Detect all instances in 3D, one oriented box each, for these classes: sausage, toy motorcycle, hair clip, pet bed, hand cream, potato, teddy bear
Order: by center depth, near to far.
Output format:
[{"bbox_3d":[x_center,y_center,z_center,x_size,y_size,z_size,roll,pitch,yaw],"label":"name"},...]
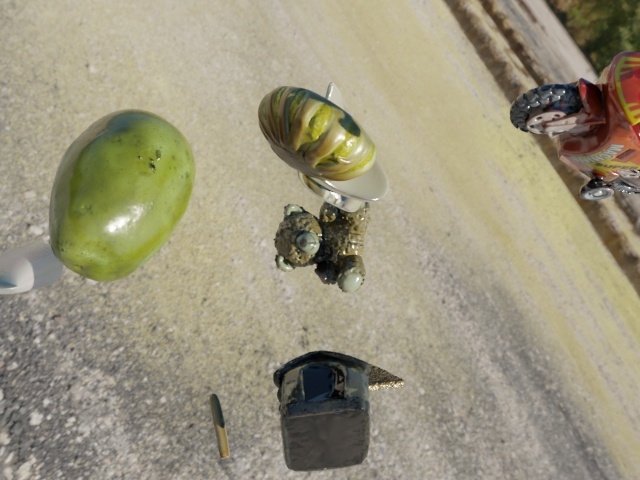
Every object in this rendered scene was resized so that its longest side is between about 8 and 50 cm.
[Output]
[{"bbox_3d":[0.355,-0.121,0.691,0.298,0.171,0.089,17,60,-34],"label":"toy motorcycle"},{"bbox_3d":[-0.326,-0.080,1.001,0.216,0.216,0.304,37,62,-27],"label":"potato"},{"bbox_3d":[0.008,0.316,1.162,0.159,0.183,0.211,-98,-177,-51],"label":"pet bed"},{"bbox_3d":[-0.209,0.382,1.255,0.024,0.024,0.132,9,60,-50],"label":"sausage"},{"bbox_3d":[0.038,-0.165,1.265,0.282,0.113,0.172,42,65,-33],"label":"hair clip"},{"bbox_3d":[-0.719,0.080,1.409,0.359,0.185,0.118,-96,-170,-83],"label":"hand cream"},{"bbox_3d":[0.000,0.000,1.652,0.156,0.256,0.267,123,-26,-84],"label":"teddy bear"}]

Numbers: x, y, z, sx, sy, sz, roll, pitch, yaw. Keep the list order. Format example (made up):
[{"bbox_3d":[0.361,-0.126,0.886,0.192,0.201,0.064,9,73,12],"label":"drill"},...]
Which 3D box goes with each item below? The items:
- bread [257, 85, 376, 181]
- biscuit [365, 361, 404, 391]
[{"bbox_3d":[-0.015,-0.164,0.978,0.213,0.105,0.213,35,-6,4],"label":"bread"},{"bbox_3d":[0.081,0.300,1.360,0.131,0.231,0.025,-1,91,-23],"label":"biscuit"}]
